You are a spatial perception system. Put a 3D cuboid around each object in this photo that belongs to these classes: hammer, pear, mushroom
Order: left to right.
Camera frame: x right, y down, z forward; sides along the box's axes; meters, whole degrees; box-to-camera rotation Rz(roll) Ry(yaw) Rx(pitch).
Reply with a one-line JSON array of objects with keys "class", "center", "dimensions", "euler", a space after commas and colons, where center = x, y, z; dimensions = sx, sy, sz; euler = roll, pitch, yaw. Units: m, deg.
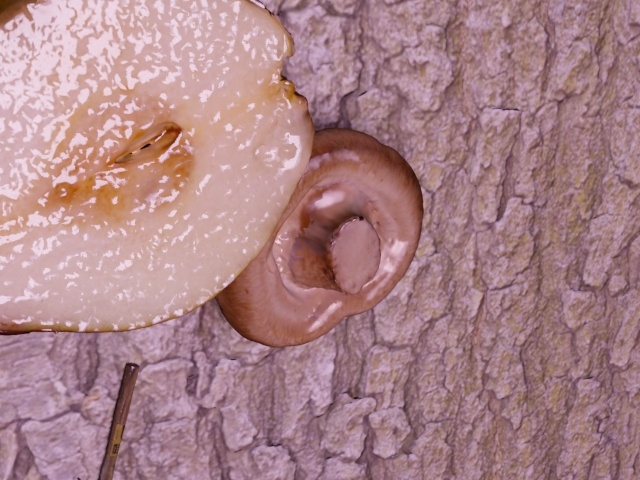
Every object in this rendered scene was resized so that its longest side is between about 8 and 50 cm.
[{"class": "pear", "center": [-0.213, -0.096, 0.921], "dimensions": [0.386, 0.191, 0.341], "euler": [-26, 121, -16]}, {"class": "hammer", "center": [-0.247, 0.231, 1.140], "dimensions": [0.062, 0.017, 0.182], "euler": [7, 105, -30]}, {"class": "mushroom", "center": [0.000, 0.000, 1.102], "dimensions": [0.278, 0.146, 0.278], "euler": [-18, 126, -26]}]
